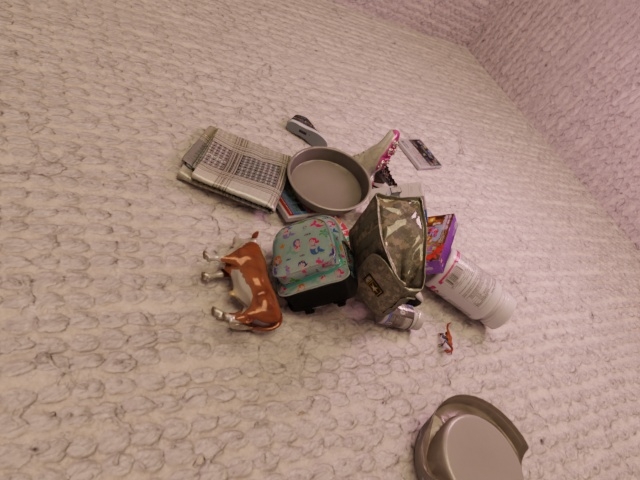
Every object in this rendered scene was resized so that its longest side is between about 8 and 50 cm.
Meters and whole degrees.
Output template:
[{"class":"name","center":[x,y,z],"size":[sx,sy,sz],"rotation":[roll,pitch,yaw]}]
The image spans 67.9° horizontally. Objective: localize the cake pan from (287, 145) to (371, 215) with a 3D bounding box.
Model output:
[{"class":"cake pan","center":[0.027,-0.199,1.605],"size":[0.293,0.054,0.293],"rotation":[9,52,-11]}]

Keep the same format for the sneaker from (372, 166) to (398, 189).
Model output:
[{"class":"sneaker","center":[0.235,-0.231,1.824],"size":[0.276,0.135,0.097],"rotation":[33,39,-5]}]

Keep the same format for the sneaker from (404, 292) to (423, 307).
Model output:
[{"class":"sneaker","center":[0.204,0.106,1.502],"size":[0.292,0.110,0.118],"rotation":[33,46,-4]}]

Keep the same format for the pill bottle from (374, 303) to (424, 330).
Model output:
[{"class":"pill bottle","center":[0.241,0.228,1.443],"size":[0.137,0.078,0.078],"rotation":[17,45,-21]}]

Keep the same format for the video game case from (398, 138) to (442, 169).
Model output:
[{"class":"video game case","center":[0.461,-0.405,2.222],"size":[0.173,0.022,0.190],"rotation":[-11,58,-39]}]

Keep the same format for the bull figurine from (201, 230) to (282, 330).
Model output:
[{"class":"bull figurine","center":[-0.205,0.100,1.248],"size":[0.189,0.101,0.310],"rotation":[-6,53,-33]}]

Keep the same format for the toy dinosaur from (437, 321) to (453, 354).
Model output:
[{"class":"toy dinosaur","center":[0.395,0.312,1.481],"size":[0.047,0.090,0.082],"rotation":[5,16,-11]}]

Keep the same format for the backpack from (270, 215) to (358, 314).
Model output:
[{"class":"backpack","center":[-0.025,0.047,1.319],"size":[0.253,0.225,0.191],"rotation":[-95,163,-46]}]

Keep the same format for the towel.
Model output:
[{"class":"towel","center":[-0.263,-0.245,1.534],"size":[0.324,0.056,0.312],"rotation":[20,43,-6]}]

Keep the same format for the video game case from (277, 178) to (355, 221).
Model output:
[{"class":"video game case","center":[-0.039,-0.156,1.622],"size":[0.285,0.025,0.204],"rotation":[-10,52,-35]}]

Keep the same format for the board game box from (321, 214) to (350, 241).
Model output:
[{"class":"board game box","center":[0.000,0.000,1.529],"size":[0.124,0.039,0.259],"rotation":[42,44,9]}]

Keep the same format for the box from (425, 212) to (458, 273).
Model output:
[{"class":"box","center":[0.344,0.013,1.629],"size":[0.293,0.201,0.057],"rotation":[-55,130,-49]}]

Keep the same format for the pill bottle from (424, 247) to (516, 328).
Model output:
[{"class":"pill bottle","center":[0.509,0.166,1.616],"size":[0.283,0.160,0.160],"rotation":[37,41,-3]}]

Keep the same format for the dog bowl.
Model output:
[{"class":"dog bowl","center":[0.392,0.577,1.203],"size":[0.349,0.102,0.348],"rotation":[18,44,-18]}]

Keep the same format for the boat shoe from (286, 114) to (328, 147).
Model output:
[{"class":"boat shoe","center":[-0.040,-0.435,1.878],"size":[0.183,0.065,0.083],"rotation":[32,43,-3]}]

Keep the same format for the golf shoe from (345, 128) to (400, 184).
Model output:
[{"class":"golf shoe","center":[0.164,-0.284,1.715],"size":[0.140,0.306,0.115],"rotation":[38,11,14]}]

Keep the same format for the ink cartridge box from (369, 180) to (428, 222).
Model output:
[{"class":"ink cartridge box","center":[0.276,-0.121,1.678],"size":[0.191,0.139,0.082],"rotation":[-9,46,13]}]

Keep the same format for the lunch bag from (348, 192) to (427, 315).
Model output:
[{"class":"lunch bag","center":[0.186,0.051,1.320],"size":[0.169,0.235,0.286],"rotation":[3,65,-14]}]
